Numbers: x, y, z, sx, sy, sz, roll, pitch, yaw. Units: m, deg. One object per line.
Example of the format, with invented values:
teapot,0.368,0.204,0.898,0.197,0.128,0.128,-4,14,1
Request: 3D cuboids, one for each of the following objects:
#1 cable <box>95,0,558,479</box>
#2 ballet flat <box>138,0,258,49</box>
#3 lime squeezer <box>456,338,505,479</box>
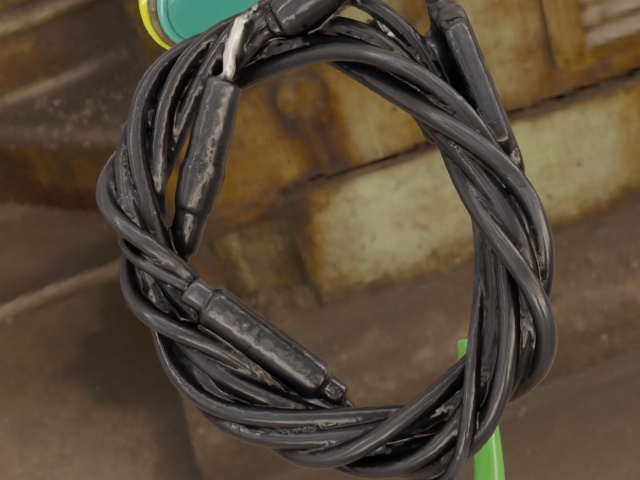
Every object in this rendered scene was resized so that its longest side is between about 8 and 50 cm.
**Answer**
cable,0.000,0.000,0.451,0.150,0.047,0.185,-21,79,12
ballet flat,-0.029,-0.198,0.628,0.077,0.077,0.231,31,95,49
lime squeezer,0.025,0.152,0.465,0.110,0.059,0.310,3,37,40
